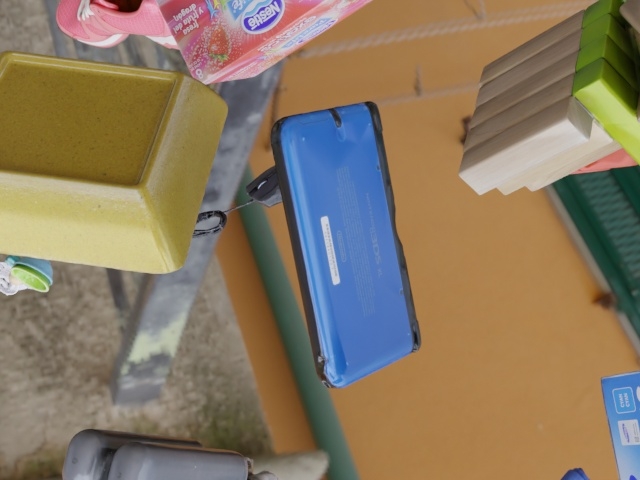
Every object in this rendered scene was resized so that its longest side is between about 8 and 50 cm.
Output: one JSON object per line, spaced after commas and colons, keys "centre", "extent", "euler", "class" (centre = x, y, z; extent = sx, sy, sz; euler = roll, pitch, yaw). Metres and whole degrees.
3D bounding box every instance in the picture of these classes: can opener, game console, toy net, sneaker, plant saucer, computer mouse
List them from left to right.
{"centre": [-0.509, 0.051, 1.902], "extent": [0.122, 0.045, 0.232], "euler": [32, 155, -15], "class": "toy net"}
{"centre": [-0.297, -0.118, 1.383], "extent": [0.332, 0.333, 0.081], "euler": [8, 133, 1], "class": "plant saucer"}
{"centre": [-0.335, -0.389, 1.885], "extent": [0.313, 0.116, 0.136], "euler": [8, 171, 35], "class": "sneaker"}
{"centre": [-0.101, 0.204, 0.899], "extent": [0.075, 0.095, 0.283], "euler": [11, 173, 25], "class": "can opener"}
{"centre": [-0.117, -0.067, 1.752], "extent": [0.242, 0.071, 0.041], "euler": [-27, 134, -18], "class": "computer mouse"}
{"centre": [0.000, 0.000, 1.330], "extent": [0.173, 0.293, 0.250], "euler": [-7, -173, 39], "class": "game console"}

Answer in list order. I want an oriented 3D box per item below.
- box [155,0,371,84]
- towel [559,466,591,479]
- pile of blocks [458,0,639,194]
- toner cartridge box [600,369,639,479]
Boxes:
{"centre": [-0.053, -0.343, 1.565], "extent": [0.300, 0.142, 0.154], "euler": [-28, 178, 31], "class": "box"}
{"centre": [0.207, 0.420, 1.169], "extent": [0.336, 0.040, 0.243], "euler": [-45, 122, -19], "class": "towel"}
{"centre": [0.247, -0.130, 0.662], "extent": [0.112, 0.149, 0.362], "euler": [39, 112, -23], "class": "pile of blocks"}
{"centre": [0.432, 0.193, 1.159], "extent": [0.347, 0.165, 0.075], "euler": [-2, 168, -38], "class": "toner cartridge box"}
